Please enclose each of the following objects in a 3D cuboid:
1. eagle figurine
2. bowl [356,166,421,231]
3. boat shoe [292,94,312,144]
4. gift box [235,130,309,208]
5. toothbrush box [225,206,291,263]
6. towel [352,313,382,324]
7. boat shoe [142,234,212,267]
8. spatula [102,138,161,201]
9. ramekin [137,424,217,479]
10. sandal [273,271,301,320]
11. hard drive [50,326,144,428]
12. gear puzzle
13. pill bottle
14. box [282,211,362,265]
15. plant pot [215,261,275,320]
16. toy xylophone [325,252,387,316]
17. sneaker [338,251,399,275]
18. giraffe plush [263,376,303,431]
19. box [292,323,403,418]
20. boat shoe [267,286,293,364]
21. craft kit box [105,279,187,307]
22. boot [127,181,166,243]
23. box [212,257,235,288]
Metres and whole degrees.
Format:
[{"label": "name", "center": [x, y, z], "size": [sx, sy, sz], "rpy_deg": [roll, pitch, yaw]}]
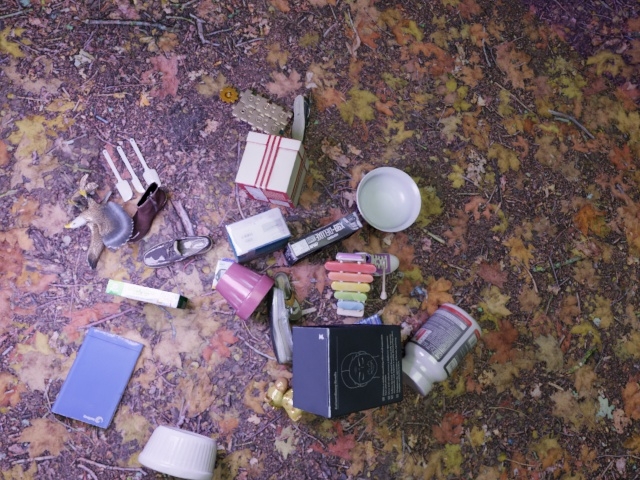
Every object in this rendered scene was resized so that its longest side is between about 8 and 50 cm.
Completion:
[{"label": "eagle figurine", "center": [-0.856, -0.064, 1.589], "size": [0.225, 0.226, 0.298], "rpy_deg": [-36, 92, -21]}, {"label": "bowl", "center": [0.290, -0.169, 1.874], "size": [0.297, 0.134, 0.298], "rpy_deg": [2, 78, -11]}, {"label": "boat shoe", "center": [-0.079, -0.544, 1.903], "size": [0.079, 0.083, 0.234], "rpy_deg": [10, 82, -44]}, {"label": "gift box", "center": [-0.197, -0.302, 1.753], "size": [0.254, 0.276, 0.259], "rpy_deg": [14, 81, 6]}, {"label": "toothbrush box", "center": [-0.252, -0.009, 1.657], "size": [0.216, 0.295, 0.126], "rpy_deg": [-21, 85, -15]}, {"label": "towel", "center": [0.147, 0.486, 1.772], "size": [0.335, 0.040, 0.244], "rpy_deg": [-22, 85, -14]}, {"label": "boat shoe", "center": [-0.584, 0.036, 1.688], "size": [0.284, 0.092, 0.103], "rpy_deg": [-15, 83, -13]}, {"label": "spatula", "center": [-0.800, -0.304, 1.753], "size": [0.168, 0.019, 0.242], "rpy_deg": [-28, 85, -9]}, {"label": "ramekin", "center": [-0.498, 0.756, 1.489], "size": [0.272, 0.273, 0.127], "rpy_deg": [19, 65, -7]}, {"label": "sandal", "center": [-0.140, 0.234, 1.752], "size": [0.089, 0.060, 0.220], "rpy_deg": [-14, 82, -13]}, {"label": "hard drive", "center": [-0.840, 0.516, 1.575], "size": [0.210, 0.040, 0.319], "rpy_deg": [21, 76, -7]}, {"label": "gear puzzle", "center": [-0.309, -0.586, 1.885], "size": [0.338, 0.044, 0.176], "rpy_deg": [27, 69, -6]}, {"label": "pill bottle", "center": [0.490, 0.458, 1.754], "size": [0.363, 0.210, 0.210], "rpy_deg": [-43, 89, -15]}, {"label": "box", "center": [0.000, 0.000, 1.731], "size": [0.307, 0.242, 0.077], "rpy_deg": [-26, 85, -15]}, {"label": "plant pot", "center": [-0.310, 0.189, 1.654], "size": [0.180, 0.201, 0.201], "rpy_deg": [37, 75, -3]}, {"label": "toy xylophone", "center": [0.155, 0.173, 1.714], "size": [0.235, 0.081, 0.323], "rpy_deg": [-3, 122, 14]}, {"label": "sneaker", "center": [0.228, 0.099, 1.799], "size": [0.281, 0.161, 0.102], "rpy_deg": [-3, 79, -13]}, {"label": "giraffe plush", "center": [-0.131, 0.612, 1.635], "size": [0.170, 0.181, 0.210], "rpy_deg": [23, 58, 6]}, {"label": "box", "center": [0.107, 0.469, 1.567], "size": [0.395, 0.211, 0.294], "rpy_deg": [8, 77, -40]}, {"label": "boat shoe", "center": [-0.150, 0.342, 1.687], "size": [0.102, 0.118, 0.321], "rpy_deg": [-9, 96, -19]}, {"label": "craft kit box", "center": [-0.643, 0.209, 1.565], "size": [0.246, 0.250, 0.061], "rpy_deg": [11, 77, -10]}, {"label": "boot", "center": [-0.706, -0.110, 1.633], "size": [0.090, 0.207, 0.249], "rpy_deg": [33, 75, -3]}, {"label": "box", "center": [-0.399, 0.142, 1.738], "size": [0.081, 0.028, 0.136], "rpy_deg": [11, 80, -9]}]
